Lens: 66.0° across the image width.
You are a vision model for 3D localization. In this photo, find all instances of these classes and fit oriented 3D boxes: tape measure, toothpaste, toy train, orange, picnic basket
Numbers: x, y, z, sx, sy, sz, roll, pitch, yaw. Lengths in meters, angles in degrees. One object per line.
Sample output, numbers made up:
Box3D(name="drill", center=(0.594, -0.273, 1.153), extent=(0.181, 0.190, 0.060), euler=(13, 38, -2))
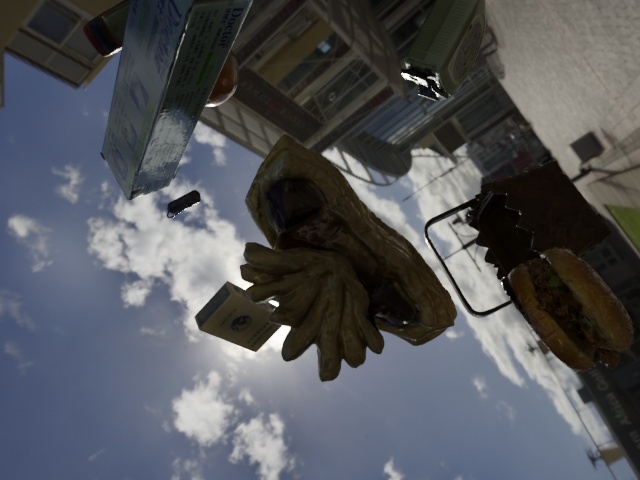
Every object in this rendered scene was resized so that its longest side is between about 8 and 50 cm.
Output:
Box3D(name="tape measure", center=(0.263, -0.406, 1.081), extent=(0.115, 0.235, 0.207), euler=(28, 176, 20))
Box3D(name="toothpaste", center=(-0.167, -0.154, 0.516), extent=(0.067, 0.336, 0.081), euler=(-28, -97, -36))
Box3D(name="toy train", center=(-0.362, -0.565, 1.161), extent=(0.086, 0.409, 0.089), euler=(61, 172, -26))
Box3D(name="orange", center=(-0.320, -0.454, 1.281), extent=(0.240, 0.171, 0.240), euler=(22, -153, -12))
Box3D(name="picnic basket", center=(0.424, 0.002, 1.113), extent=(0.291, 0.320, 0.254), euler=(67, 177, -70))

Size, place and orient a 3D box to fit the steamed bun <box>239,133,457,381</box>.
Box3D(name="steamed bun", center=(0.018, 0.057, 0.784), extent=(0.428, 0.247, 0.189), euler=(47, -167, -9))

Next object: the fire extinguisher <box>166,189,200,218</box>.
Box3D(name="fire extinguisher", center=(-0.455, -0.113, 1.596), extent=(0.045, 0.157, 0.078), euler=(44, -137, -34))

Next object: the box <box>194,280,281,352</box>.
Box3D(name="box", center=(-0.254, 0.252, 1.593), extent=(0.256, 0.164, 0.069), euler=(36, -168, -42))

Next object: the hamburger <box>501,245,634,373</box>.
Box3D(name="hamburger", center=(0.369, 0.102, 0.717), extent=(0.191, 0.118, 0.181), euler=(58, -154, 11))
